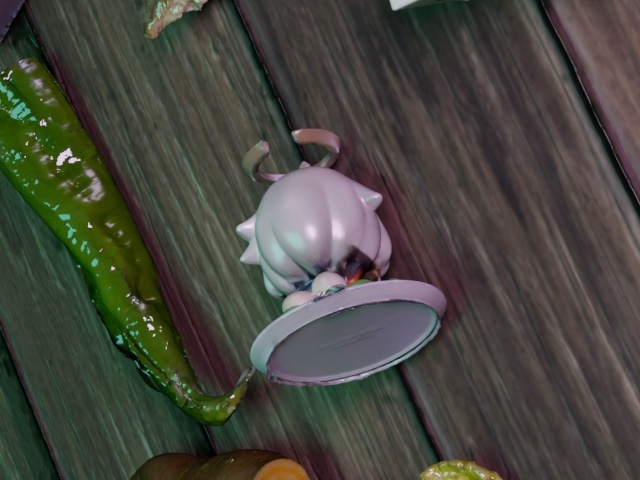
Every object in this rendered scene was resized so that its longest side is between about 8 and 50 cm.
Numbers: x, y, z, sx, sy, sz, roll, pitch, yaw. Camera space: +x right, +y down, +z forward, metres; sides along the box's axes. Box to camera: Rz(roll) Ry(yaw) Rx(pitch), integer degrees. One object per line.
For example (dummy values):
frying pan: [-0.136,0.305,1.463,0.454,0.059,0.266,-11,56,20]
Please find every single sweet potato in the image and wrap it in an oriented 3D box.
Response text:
sweet potato: [-0.067,0.187,1.277,0.243,0.077,0.077,-4,99,62]

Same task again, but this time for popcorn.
popcorn: [0.083,0.172,1.090,0.059,0.068,0.083,30,119,-13]

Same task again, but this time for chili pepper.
chili pepper: [-0.162,0.005,1.330,0.085,0.076,0.359,-40,68,4]

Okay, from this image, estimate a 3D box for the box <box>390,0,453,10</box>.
box: [0.117,-0.237,0.901,0.256,0.069,0.164,-17,89,52]

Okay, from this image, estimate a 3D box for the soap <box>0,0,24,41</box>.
soap: [-0.305,-0.337,1.362,0.296,0.107,0.285,-44,68,48]

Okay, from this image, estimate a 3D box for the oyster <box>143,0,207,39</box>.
oyster: [-0.092,-0.227,1.197,0.146,0.045,0.122,-48,51,47]

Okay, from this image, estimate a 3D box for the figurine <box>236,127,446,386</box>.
figurine: [0.000,0.000,1.103,0.132,0.132,0.154,-49,50,47]
